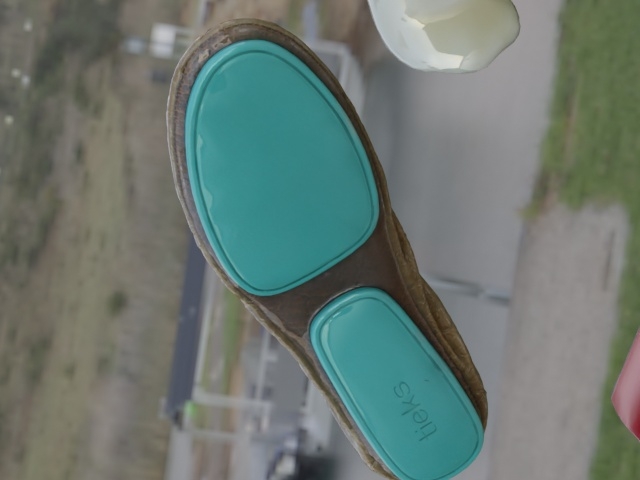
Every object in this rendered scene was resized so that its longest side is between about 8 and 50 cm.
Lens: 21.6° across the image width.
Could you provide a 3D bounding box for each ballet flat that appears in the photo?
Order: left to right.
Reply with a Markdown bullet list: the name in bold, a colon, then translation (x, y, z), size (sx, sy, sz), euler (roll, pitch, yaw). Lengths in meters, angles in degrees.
- **ballet flat**: translation (0.000, 0.000, 0.998), size (0.342, 0.116, 0.124), euler (57, -177, -32)

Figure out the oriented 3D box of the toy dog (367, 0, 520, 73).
- **toy dog**: translation (0.069, -0.253, 0.654), size (0.395, 0.284, 0.408), euler (68, 165, 3)

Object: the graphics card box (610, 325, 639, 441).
- **graphics card box**: translation (0.378, 0.059, 0.925), size (0.094, 0.371, 0.233), euler (-86, 17, -78)
